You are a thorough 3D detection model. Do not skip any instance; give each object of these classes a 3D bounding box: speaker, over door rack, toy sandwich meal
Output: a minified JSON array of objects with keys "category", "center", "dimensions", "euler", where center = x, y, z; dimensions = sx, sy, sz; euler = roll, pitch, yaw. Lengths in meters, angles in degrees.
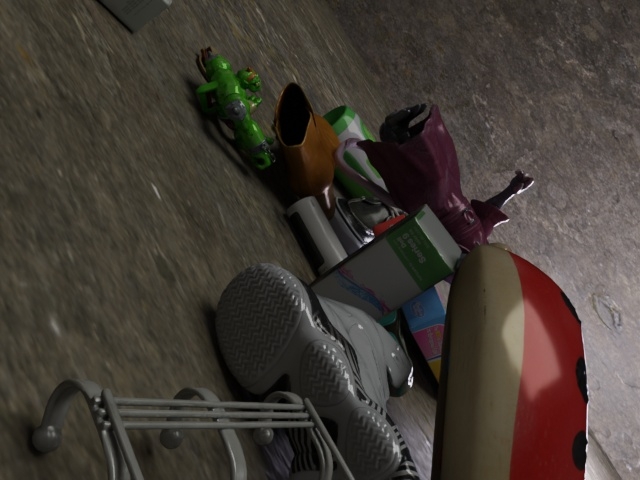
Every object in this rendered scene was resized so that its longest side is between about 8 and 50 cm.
[{"category":"speaker","center":[0.101,-0.149,1.544],"dimensions":[0.296,0.131,0.131],"euler":[49,18,-23]},{"category":"over door rack","center":[-0.023,0.227,0.449],"dimensions":[0.324,0.108,0.239],"euler":[43,15,35]},{"category":"speaker","center":[0.000,0.000,1.111],"dimensions":[0.136,0.055,0.055],"euler":[62,17,14]},{"category":"toy sandwich meal","center":[-0.176,-0.291,1.198],"dimensions":[0.085,0.029,0.085],"euler":[49,18,-23]}]

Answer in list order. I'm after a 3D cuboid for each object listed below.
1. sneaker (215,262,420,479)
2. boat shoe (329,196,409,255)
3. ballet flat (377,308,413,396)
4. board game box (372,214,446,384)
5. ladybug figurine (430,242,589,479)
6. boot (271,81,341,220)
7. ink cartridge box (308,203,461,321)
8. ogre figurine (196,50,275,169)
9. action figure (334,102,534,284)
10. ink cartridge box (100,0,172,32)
[{"category":"sneaker","center":[0.040,0.193,0.725],"dimensions":[0.210,0.137,0.366],"euler":[20,36,-59]},{"category":"boat shoe","center":[0.103,-0.043,1.364],"dimensions":[0.121,0.119,0.335],"euler":[60,17,12]},{"category":"ballet flat","center":[0.099,0.157,1.111],"dimensions":[0.213,0.072,0.068],"euler":[-99,178,-52]},{"category":"board game box","center":[0.201,0.141,1.277],"dimensions":[0.242,0.064,0.316],"euler":[-106,169,-45]},{"category":"ladybug figurine","center":[0.225,0.214,0.851],"dimensions":[0.305,0.162,0.449],"euler":[72,25,-71]},{"category":"boot","center":[-0.025,-0.194,1.216],"dimensions":[0.211,0.104,0.295],"euler":[73,8,-47]},{"category":"ink cartridge box","center":[0.079,0.051,0.969],"dimensions":[0.093,0.212,0.154],"euler":[53,18,1]},{"category":"ogre figurine","center":[-0.130,-0.207,1.078],"dimensions":[0.118,0.097,0.197],"euler":[63,19,-57]},{"category":"action figure","center":[0.189,-0.031,1.130],"dimensions":[0.248,0.276,0.370],"euler":[-38,104,-52]},{"category":"ink cartridge box","center":[-0.297,-0.395,0.978],"dimensions":[0.175,0.072,0.127],"euler":[42,22,-40]}]
